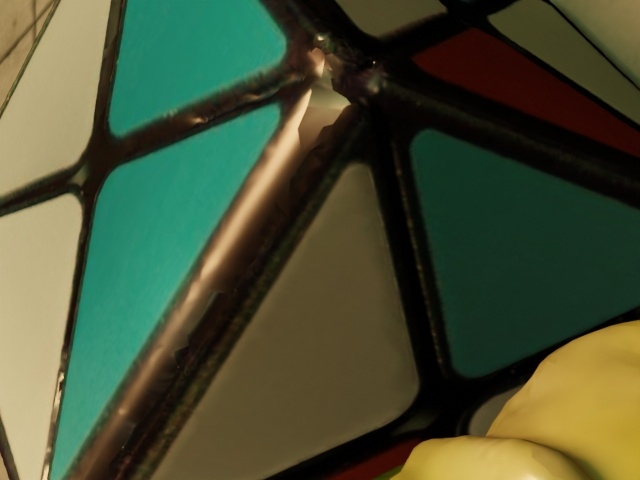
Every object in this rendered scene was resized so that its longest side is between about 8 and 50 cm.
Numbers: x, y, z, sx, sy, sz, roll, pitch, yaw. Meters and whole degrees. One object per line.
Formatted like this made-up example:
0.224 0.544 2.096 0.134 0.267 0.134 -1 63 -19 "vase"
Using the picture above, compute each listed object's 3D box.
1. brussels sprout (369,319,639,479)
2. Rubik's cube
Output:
0.167 0.129 0.416 0.371 0.315 0.276 -31 11 -1 "brussels sprout"
0.000 0.000 0.751 0.246 0.250 0.248 -59 38 19 "Rubik's cube"
